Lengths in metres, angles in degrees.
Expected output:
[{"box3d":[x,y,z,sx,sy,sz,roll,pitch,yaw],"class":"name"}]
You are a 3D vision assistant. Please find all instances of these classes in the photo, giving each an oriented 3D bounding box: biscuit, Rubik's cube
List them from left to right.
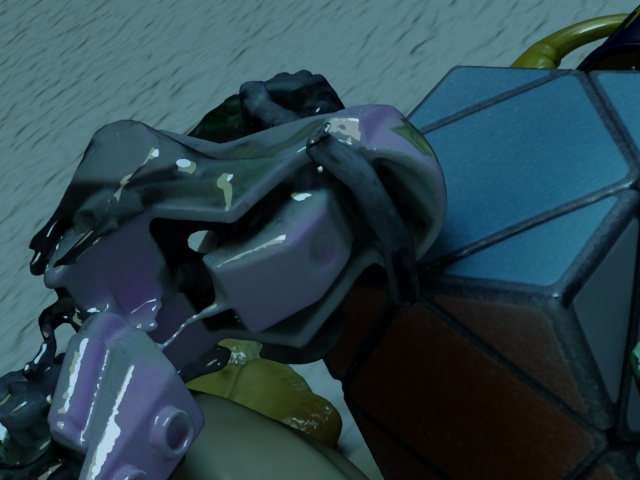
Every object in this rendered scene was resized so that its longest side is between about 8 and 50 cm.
[{"box3d":[-0.085,0.099,1.383,0.154,0.045,0.299,-27,30,-2],"class":"biscuit"},{"box3d":[0.137,0.035,1.166,0.205,0.207,0.205,6,42,42],"class":"Rubik's cube"}]

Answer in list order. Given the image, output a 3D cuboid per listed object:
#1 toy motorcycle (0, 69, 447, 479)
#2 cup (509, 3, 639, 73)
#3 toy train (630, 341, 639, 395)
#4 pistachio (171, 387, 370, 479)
[{"box3d":[-0.053,0.022,1.024,0.188,0.143,0.327,3,44,37],"class":"toy motorcycle"},{"box3d":[0.260,-0.140,1.338,0.255,0.178,0.256,27,52,20],"class":"cup"},{"box3d":[0.318,0.064,1.005,0.301,0.202,0.120,-22,8,6],"class":"toy train"},{"box3d":[-0.070,0.197,1.089,0.332,0.208,0.226,13,90,27],"class":"pistachio"}]
